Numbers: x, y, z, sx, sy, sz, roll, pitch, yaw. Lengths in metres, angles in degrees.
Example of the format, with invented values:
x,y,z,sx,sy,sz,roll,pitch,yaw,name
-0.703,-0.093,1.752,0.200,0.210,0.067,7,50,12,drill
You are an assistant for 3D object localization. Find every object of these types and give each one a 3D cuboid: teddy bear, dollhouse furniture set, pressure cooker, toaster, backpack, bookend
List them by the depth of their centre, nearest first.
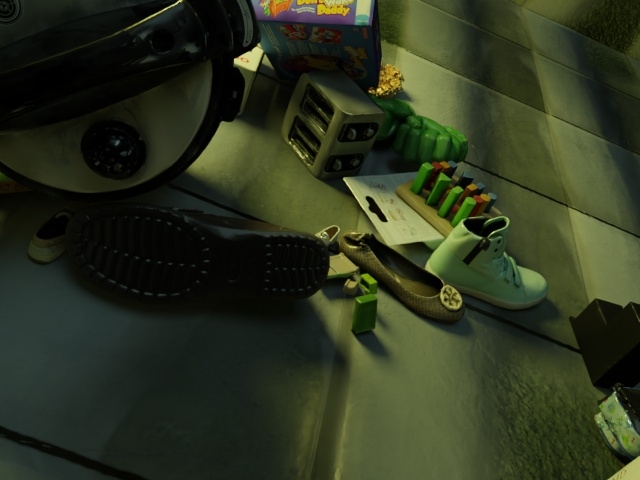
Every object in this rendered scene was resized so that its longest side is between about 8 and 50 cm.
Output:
x,y,z,sx,sy,sz,roll,pitch,yaw,name
-0.294,-0.251,0.863,0.376,0.369,0.420,27,17,-16,pressure cooker
0.501,0.298,0.993,0.105,0.084,0.114,12,36,-16,backpack
0.040,0.082,1.026,0.076,0.058,0.152,-11,32,-28,dollhouse furniture set
0.533,0.156,1.112,0.072,0.156,0.157,16,39,-12,bookend
0.020,-0.237,1.252,0.110,0.168,0.185,-14,55,-38,toaster
0.061,-0.457,1.565,0.338,0.113,0.245,33,37,8,teddy bear

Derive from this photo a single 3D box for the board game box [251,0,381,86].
x,y,z,sx,sy,sz,roll,pitch,yaw,name
0.002,-0.411,1.290,0.234,0.078,0.347,6,-3,7,board game box

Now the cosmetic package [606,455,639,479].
x,y,z,sx,sy,sz,roll,pitch,yaw,name
0.369,0.428,0.690,0.155,0.196,0.365,33,38,10,cosmetic package

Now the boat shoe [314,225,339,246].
x,y,z,sx,sy,sz,roll,pitch,yaw,name
0.000,0.000,1.083,0.035,0.035,0.100,42,41,18,boat shoe

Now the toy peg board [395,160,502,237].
x,y,z,sx,sy,sz,roll,pitch,yaw,name
0.262,-0.095,1.216,0.161,0.079,0.161,-25,61,-40,toy peg board

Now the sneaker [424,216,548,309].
x,y,z,sx,sy,sz,roll,pitch,yaw,name
0.334,0.037,1.137,0.256,0.151,0.094,12,40,-19,sneaker

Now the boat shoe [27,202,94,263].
x,y,z,sx,sy,sz,roll,pitch,yaw,name
-0.361,-0.022,0.898,0.050,0.045,0.135,26,39,-2,boat shoe

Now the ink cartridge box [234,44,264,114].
x,y,z,sx,sy,sz,roll,pitch,yaw,name
-0.222,-0.408,1.348,0.197,0.114,0.272,19,40,-10,ink cartridge box

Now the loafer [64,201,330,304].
x,y,z,sx,sy,sz,roll,pitch,yaw,name
-0.176,0.023,0.918,0.366,0.133,0.130,10,5,-17,loafer

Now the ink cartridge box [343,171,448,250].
x,y,z,sx,sy,sz,roll,pitch,yaw,name
0.174,-0.054,1.234,0.233,0.066,0.189,-11,52,-27,ink cartridge box

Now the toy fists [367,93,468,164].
x,y,z,sx,sy,sz,roll,pitch,yaw,name
0.187,-0.244,1.384,0.142,0.096,0.279,-18,46,-41,toy fists

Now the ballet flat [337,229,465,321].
x,y,z,sx,sy,sz,roll,pitch,yaw,name
0.143,0.054,1.085,0.250,0.058,0.084,33,40,8,ballet flat

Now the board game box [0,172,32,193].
x,y,z,sx,sy,sz,roll,pitch,yaw,name
-0.514,-0.171,0.987,0.124,0.039,0.259,-11,55,-38,board game box
